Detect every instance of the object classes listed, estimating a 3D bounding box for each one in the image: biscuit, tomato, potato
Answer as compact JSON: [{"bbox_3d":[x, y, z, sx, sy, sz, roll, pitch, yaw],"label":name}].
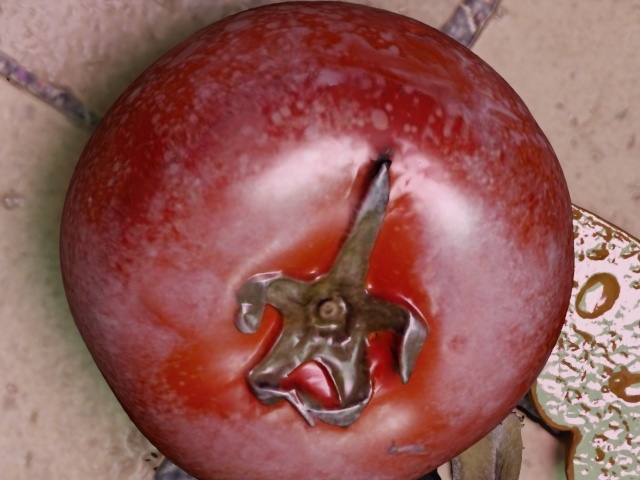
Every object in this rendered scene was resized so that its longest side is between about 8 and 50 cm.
[{"bbox_3d":[0.198,0.073,1.127,0.162,0.035,0.250,-35,94,-1],"label":"biscuit"},{"bbox_3d":[0.000,0.000,0.968,0.270,0.227,0.270,-1,113,-3],"label":"tomato"},{"bbox_3d":[0.104,0.138,1.137,0.037,0.036,0.093,-36,136,-47],"label":"potato"}]

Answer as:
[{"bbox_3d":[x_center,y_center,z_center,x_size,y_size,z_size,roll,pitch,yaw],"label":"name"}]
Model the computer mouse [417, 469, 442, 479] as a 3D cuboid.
[{"bbox_3d":[-0.005,0.209,1.086,0.217,0.073,0.122,-47,128,-16],"label":"computer mouse"}]
